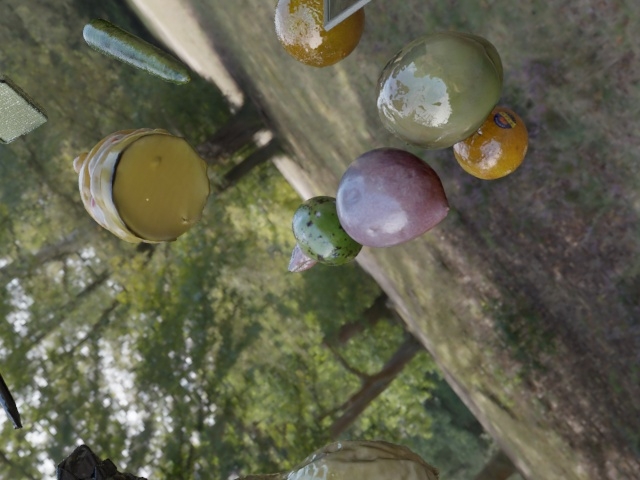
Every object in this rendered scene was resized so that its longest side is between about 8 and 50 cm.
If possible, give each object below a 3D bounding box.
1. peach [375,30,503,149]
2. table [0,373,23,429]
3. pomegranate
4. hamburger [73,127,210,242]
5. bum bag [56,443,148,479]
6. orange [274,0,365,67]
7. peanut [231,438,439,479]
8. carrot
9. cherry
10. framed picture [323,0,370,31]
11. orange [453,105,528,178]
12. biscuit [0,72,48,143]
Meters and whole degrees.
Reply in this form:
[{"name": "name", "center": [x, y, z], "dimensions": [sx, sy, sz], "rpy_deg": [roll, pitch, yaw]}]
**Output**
[{"name": "peach", "center": [0.259, -0.338, 1.823], "dimensions": [0.292, 0.292, 0.247], "rpy_deg": [48, 161, 56]}, {"name": "table", "center": [-0.536, 0.153, 1.108], "dimensions": [0.317, 0.317, 0.249], "rpy_deg": [-148, 43, -83]}, {"name": "pomegranate", "center": [0.000, 0.000, 2.274], "dimensions": [0.214, 0.248, 0.214], "rpy_deg": [37, -165, -12]}, {"name": "hamburger", "center": [-0.416, -0.125, 1.871], "dimensions": [0.237, 0.276, 0.276], "rpy_deg": [8, 144, 44]}, {"name": "bum bag", "center": [-0.367, 0.452, 1.474], "dimensions": [0.248, 0.069, 0.102], "rpy_deg": [46, -153, -34]}, {"name": "orange", "center": [-0.005, -0.642, 2.395], "dimensions": [0.274, 0.274, 0.274], "rpy_deg": [52, 177, 3]}, {"name": "peanut", "center": [-0.005, 0.335, 1.037], "dimensions": [0.149, 0.313, 0.149], "rpy_deg": [-20, -90, -75]}, {"name": "carrot", "center": [-0.403, -0.410, 1.815], "dimensions": [0.359, 0.074, 0.074], "rpy_deg": [31, 166, 34]}, {"name": "cherry", "center": [0.155, -0.100, 1.822], "dimensions": [0.206, 0.239, 0.239], "rpy_deg": [45, 180, -18]}, {"name": "framed picture", "center": [0.082, -0.554, 1.804], "dimensions": [0.016, 0.184, 0.250], "rpy_deg": [49, -157, -28]}, {"name": "orange", "center": [0.402, -0.229, 1.947], "dimensions": [0.177, 0.177, 0.155], "rpy_deg": [50, -171, 36]}, {"name": "biscuit", "center": [-0.848, -0.359, 2.161], "dimensions": [0.052, 0.150, 0.252], "rpy_deg": [65, -172, 30]}]
